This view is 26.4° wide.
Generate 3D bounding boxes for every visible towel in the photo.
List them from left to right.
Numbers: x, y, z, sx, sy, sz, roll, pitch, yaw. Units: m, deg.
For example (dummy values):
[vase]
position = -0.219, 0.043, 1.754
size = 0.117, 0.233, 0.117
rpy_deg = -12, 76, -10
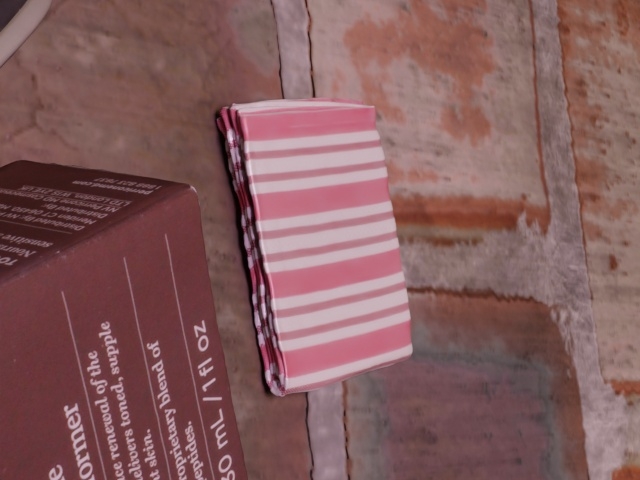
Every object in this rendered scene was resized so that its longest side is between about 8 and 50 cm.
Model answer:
[towel]
position = 0.000, 0.000, 0.942
size = 0.144, 0.029, 0.197
rpy_deg = -9, 89, -47

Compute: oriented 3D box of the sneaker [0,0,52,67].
[sneaker]
position = -0.215, -0.095, 0.619
size = 0.118, 0.083, 0.222
rpy_deg = 45, 42, -13

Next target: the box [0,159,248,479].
[box]
position = -0.207, 0.116, 0.581
size = 0.381, 0.143, 0.191
rpy_deg = -32, 122, -44
